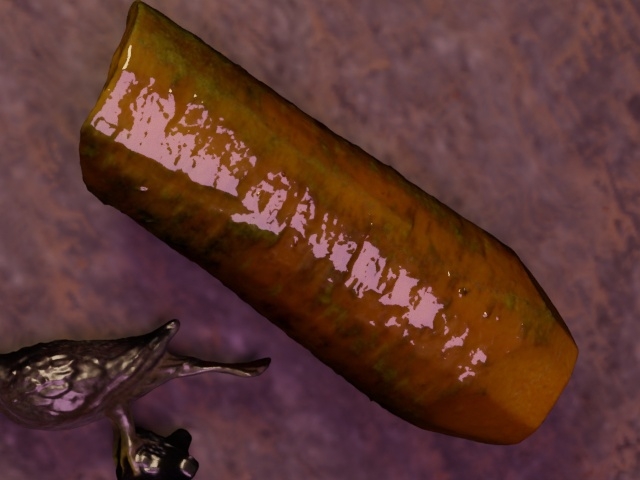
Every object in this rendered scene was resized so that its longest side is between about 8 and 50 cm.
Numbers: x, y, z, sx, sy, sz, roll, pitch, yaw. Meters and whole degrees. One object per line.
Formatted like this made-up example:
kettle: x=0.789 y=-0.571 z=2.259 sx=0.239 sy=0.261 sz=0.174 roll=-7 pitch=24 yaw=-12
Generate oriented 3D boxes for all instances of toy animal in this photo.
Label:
toy animal: x=-0.136 y=0.081 z=0.954 sx=0.202 sy=0.070 sz=0.105 roll=17 pitch=90 yaw=-9

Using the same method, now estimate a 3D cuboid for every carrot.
carrot: x=0.000 y=0.000 z=0.928 sx=0.302 sy=0.114 sz=0.114 roll=34 pitch=94 yaw=-15
